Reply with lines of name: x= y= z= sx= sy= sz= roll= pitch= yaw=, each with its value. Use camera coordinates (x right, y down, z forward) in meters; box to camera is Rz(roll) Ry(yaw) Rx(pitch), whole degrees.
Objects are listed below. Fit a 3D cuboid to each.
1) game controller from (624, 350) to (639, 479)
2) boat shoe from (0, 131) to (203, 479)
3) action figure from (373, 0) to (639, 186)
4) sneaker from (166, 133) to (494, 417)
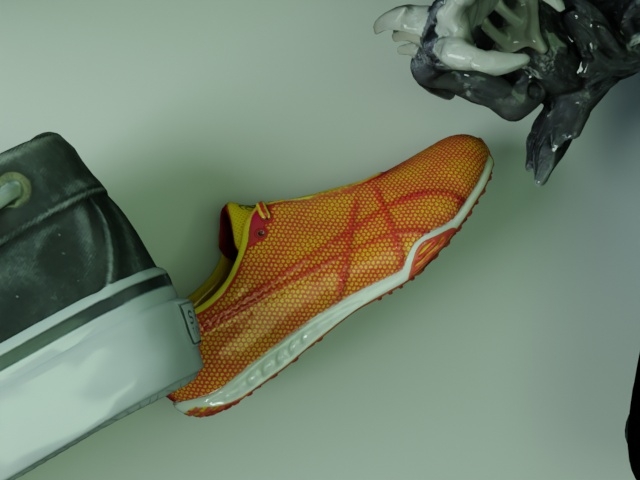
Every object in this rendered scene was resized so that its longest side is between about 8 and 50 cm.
game controller: x=0.210 y=-0.039 z=0.562 sx=0.166 sy=0.067 sz=0.319 roll=6 pitch=95 yaw=-59
boat shoe: x=-0.206 y=0.073 z=0.405 sx=0.335 sy=0.121 sz=0.119 roll=-28 pitch=85 yaw=-21
action figure: x=0.068 y=-0.129 z=0.483 sx=0.275 sy=0.141 sz=0.164 roll=26 pitch=75 yaw=-20
sneaker: x=0.000 y=0.000 z=0.503 sx=0.175 sy=0.064 sz=0.067 roll=-35 pitch=95 yaw=-20
